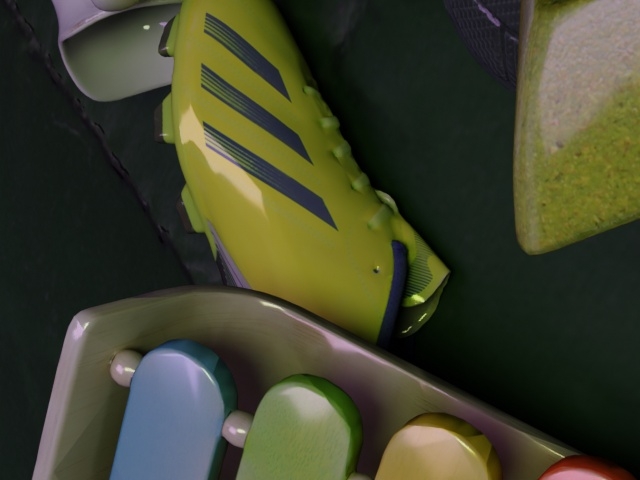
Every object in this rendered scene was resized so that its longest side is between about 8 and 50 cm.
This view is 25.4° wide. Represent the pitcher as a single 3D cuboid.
[{"bbox_3d":[-0.115,-0.193,0.713,0.178,0.125,0.207,94,161,-80],"label":"pitcher"}]

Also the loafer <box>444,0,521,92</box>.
[{"bbox_3d":[0.148,-0.081,0.445,0.267,0.084,0.096,16,137,56],"label":"loafer"}]

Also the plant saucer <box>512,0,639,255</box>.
[{"bbox_3d":[0.123,-0.105,0.354,0.188,0.045,0.188,-22,38,29],"label":"plant saucer"}]

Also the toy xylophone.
[{"bbox_3d":[0.036,0.153,0.527,0.323,0.081,0.236,19,115,24],"label":"toy xylophone"}]

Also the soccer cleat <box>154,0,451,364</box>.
[{"bbox_3d":[0.001,0.001,0.652,0.121,0.093,0.289,-18,72,22],"label":"soccer cleat"}]
